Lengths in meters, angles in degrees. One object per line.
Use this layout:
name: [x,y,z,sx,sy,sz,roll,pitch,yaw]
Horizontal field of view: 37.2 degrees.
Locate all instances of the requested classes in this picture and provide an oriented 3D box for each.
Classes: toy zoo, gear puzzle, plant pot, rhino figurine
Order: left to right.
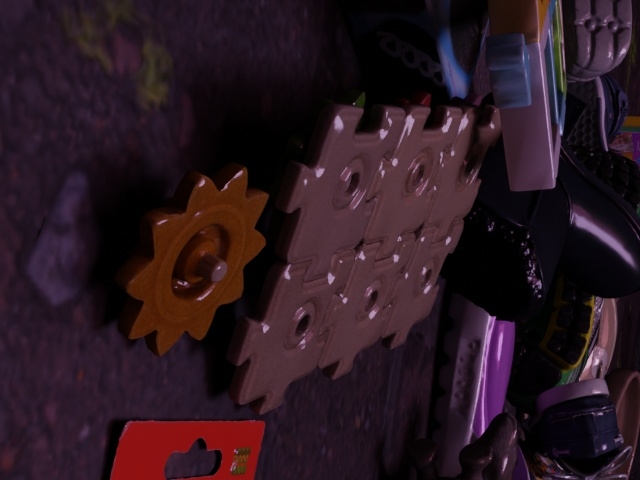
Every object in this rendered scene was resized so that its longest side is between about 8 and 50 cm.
gear puzzle: [0.000,0.000,0.511,0.339,0.044,0.175,-13,126,-59]
rhino figurine: [0.097,0.204,0.718,0.243,0.073,0.106,-28,121,-48]
toy zoo: [0.140,-0.157,0.635,0.293,0.030,0.192,-56,140,-62]
plant pot: [0.379,0.291,1.364,0.237,0.110,0.237,-31,127,-53]

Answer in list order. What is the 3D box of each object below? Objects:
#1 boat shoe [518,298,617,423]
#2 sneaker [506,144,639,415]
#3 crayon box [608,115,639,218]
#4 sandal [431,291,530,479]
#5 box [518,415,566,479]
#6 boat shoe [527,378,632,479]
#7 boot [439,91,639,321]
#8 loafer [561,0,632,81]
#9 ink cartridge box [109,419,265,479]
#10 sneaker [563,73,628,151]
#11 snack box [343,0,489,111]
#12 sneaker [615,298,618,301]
boat shoe: [0.300,0.161,1.178,0.098,0.109,0.302,-33,130,-63]
sneaker: [0.265,0.035,1.069,0.343,0.134,0.146,-62,156,-25]
crayon box: [0.546,-0.071,1.614,0.081,0.165,0.278,28,70,-65]
sandal: [0.165,0.227,0.875,0.169,0.102,0.416,-21,112,-64]
box: [0.266,0.308,1.020,0.233,0.044,0.159,54,17,15]
boat shoe: [0.268,0.207,0.971,0.254,0.095,0.079,69,10,-66]
boot: [0.189,0.007,0.818,0.246,0.094,0.207,50,41,-16]
loafer: [0.299,-0.339,1.085,0.111,0.112,0.319,159,-61,-76]
ink cartridge box: [-0.053,0.176,0.439,0.145,0.045,0.179,25,74,-66]
sneaker: [0.362,-0.120,1.276,0.163,0.086,0.226,-12,105,-63]
snack box: [0.051,-0.245,0.559,0.322,0.060,0.187,64,39,-51]
sneaker: [0.375,0.022,1.318,0.282,0.099,0.153,56,50,-66]
